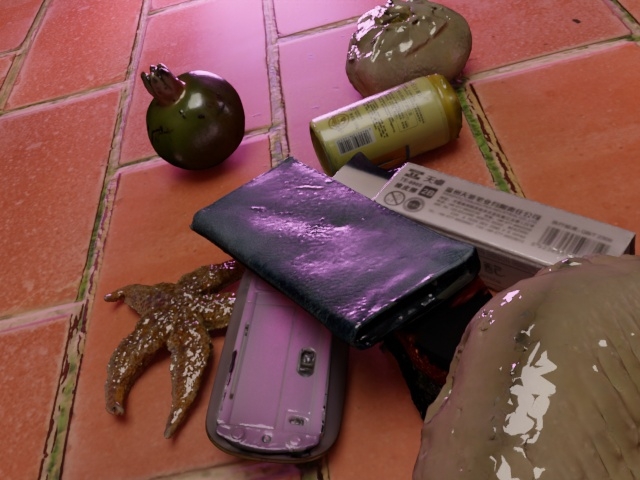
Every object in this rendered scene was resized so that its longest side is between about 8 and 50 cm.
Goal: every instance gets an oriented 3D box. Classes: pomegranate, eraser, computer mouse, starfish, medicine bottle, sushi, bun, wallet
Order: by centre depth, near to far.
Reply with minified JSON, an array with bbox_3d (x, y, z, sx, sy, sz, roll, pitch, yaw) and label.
[{"bbox_3d":[0.238,0.191,0.563,0.326,0.234,0.362,32,64,1],"label":"bun"},{"bbox_3d":[0.144,0.110,0.772,0.136,0.126,0.225,-25,38,-6],"label":"sushi"},{"bbox_3d":[-0.043,0.131,0.830,0.158,0.072,0.310,6,46,3],"label":"computer mouse"},{"bbox_3d":[0.000,0.000,0.837,0.191,0.046,0.379,-33,37,-22],"label":"wallet"},{"bbox_3d":[0.192,-0.013,0.896,0.404,0.096,0.098,22,58,36],"label":"eraser"},{"bbox_3d":[-0.174,0.106,0.925,0.302,0.060,0.299,-30,42,-13],"label":"starfish"},{"bbox_3d":[0.109,-0.177,1.075,0.239,0.124,0.124,-21,43,-4],"label":"medicine bottle"},{"bbox_3d":[-0.230,-0.224,1.168,0.180,0.209,0.180,-19,47,21],"label":"pomegranate"},{"bbox_3d":[0.152,-0.356,1.222,0.239,0.141,0.239,-12,44,12],"label":"bun"}]
